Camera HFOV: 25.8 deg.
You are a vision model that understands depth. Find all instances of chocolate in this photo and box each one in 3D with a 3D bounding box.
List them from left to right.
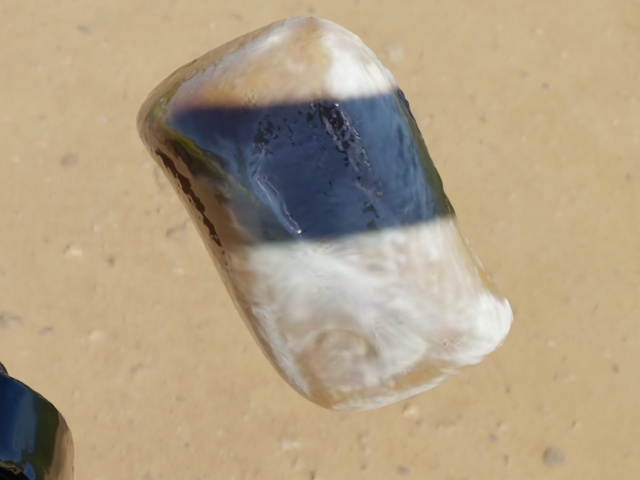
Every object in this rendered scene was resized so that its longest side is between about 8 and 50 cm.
[{"bbox_3d":[0.001,0.000,0.841,0.157,0.254,0.080,-24,18,16],"label":"chocolate"}]

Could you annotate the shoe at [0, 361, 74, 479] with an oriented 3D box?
[{"bbox_3d":[-0.123,0.102,0.423,0.114,0.137,0.291,23,5,-21],"label":"shoe"}]
